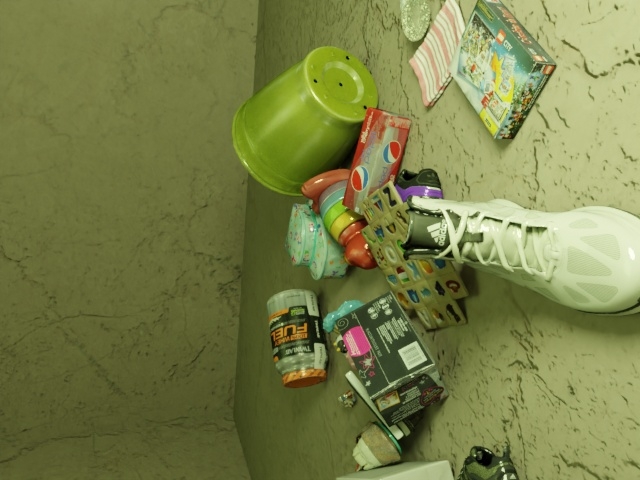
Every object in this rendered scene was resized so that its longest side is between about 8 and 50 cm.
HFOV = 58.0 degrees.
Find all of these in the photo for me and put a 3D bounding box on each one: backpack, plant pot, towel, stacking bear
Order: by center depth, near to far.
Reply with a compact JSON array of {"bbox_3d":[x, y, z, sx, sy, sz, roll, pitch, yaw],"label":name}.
[{"bbox_3d":[0.262,-0.413,1.278,0.197,0.029,0.144,121,143,-56],"label":"towel"},{"bbox_3d":[0.088,-0.044,1.611,0.289,0.164,0.175,63,-177,29],"label":"stacking bear"},{"bbox_3d":[-0.023,-0.364,1.685,0.353,0.367,0.366,-35,58,54],"label":"plant pot"},{"bbox_3d":[0.000,0.000,1.833,0.253,0.191,0.225,-122,36,-47],"label":"backpack"}]

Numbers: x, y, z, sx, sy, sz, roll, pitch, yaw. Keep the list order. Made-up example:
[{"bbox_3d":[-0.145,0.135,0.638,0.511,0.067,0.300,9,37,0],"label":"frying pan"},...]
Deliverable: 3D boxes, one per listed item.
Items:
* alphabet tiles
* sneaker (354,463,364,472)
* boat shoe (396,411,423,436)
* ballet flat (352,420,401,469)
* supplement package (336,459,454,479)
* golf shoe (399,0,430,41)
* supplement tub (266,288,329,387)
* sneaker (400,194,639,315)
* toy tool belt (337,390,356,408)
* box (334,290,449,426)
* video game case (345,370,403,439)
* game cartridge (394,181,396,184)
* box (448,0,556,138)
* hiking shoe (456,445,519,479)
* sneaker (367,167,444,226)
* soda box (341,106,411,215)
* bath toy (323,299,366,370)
[{"bbox_3d":[0.200,0.042,1.300,0.342,0.011,0.285,62,157,3],"label":"alphabet tiles"},{"bbox_3d":[0.137,0.718,1.633,0.118,0.108,0.278,-92,9,-77],"label":"sneaker"},{"bbox_3d":[0.191,0.421,1.473,0.081,0.069,0.228,54,171,-16],"label":"boat shoe"},{"bbox_3d":[0.134,0.523,1.454,0.107,0.106,0.316,51,172,14],"label":"ballet flat"},{"bbox_3d":[0.178,0.617,1.334,0.293,0.176,0.177,132,128,-63],"label":"supplement package"},{"bbox_3d":[0.220,-0.545,1.371,0.086,0.069,0.176,82,-173,-82],"label":"golf shoe"},{"bbox_3d":[-0.078,0.347,2.043,0.193,0.194,0.315,121,143,-56],"label":"supplement tub"},{"bbox_3d":[0.278,0.020,0.908,0.447,0.258,0.169,-156,66,-69],"label":"sneaker"},{"bbox_3d":[0.091,0.497,1.800,0.051,0.052,0.083,51,154,9],"label":"toy tool belt"},{"bbox_3d":[0.164,0.270,1.340,0.142,0.163,0.247,61,-178,-41],"label":"box"},{"bbox_3d":[0.131,0.410,1.427,0.190,0.022,0.173,49,171,18],"label":"video game case"},{"bbox_3d":[0.195,-0.107,1.507,0.056,0.017,0.083,-116,31,-58],"label":"game cartridge"},{"bbox_3d":[0.327,-0.323,1.073,0.159,0.044,0.233,109,152,-45],"label":"box"},{"bbox_3d":[0.313,0.465,1.127,0.227,0.086,0.114,132,148,-55],"label":"hiking shoe"},{"bbox_3d":[0.204,-0.091,1.379,0.293,0.102,0.146,151,123,-64],"label":"sneaker"},{"bbox_3d":[0.141,-0.197,1.469,0.092,0.084,0.263,33,114,47],"label":"soda box"},{"bbox_3d":[0.119,0.295,1.576,0.348,0.129,0.151,-133,46,-62],"label":"bath toy"}]
